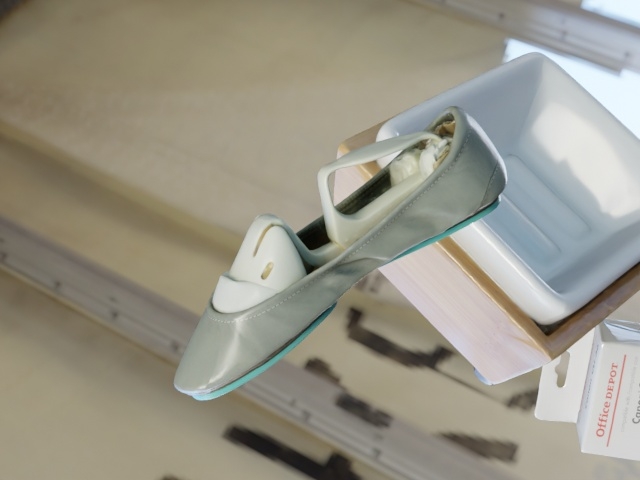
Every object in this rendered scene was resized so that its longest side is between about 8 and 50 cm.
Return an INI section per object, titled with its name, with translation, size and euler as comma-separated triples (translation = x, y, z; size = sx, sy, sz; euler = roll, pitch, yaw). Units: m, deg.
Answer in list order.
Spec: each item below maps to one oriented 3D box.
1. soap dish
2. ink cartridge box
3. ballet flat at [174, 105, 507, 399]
[soap dish]
translation = 0.161, -0.022, 1.307
size = 0.291, 0.229, 0.118
euler = -29, -20, -50
[ink cartridge box]
translation = 0.305, 0.141, 1.480
size = 0.067, 0.198, 0.115
euler = -77, -6, -72
[ballet flat]
translation = 0.000, 0.000, 0.851
size = 0.213, 0.072, 0.068
euler = -34, -67, -7
